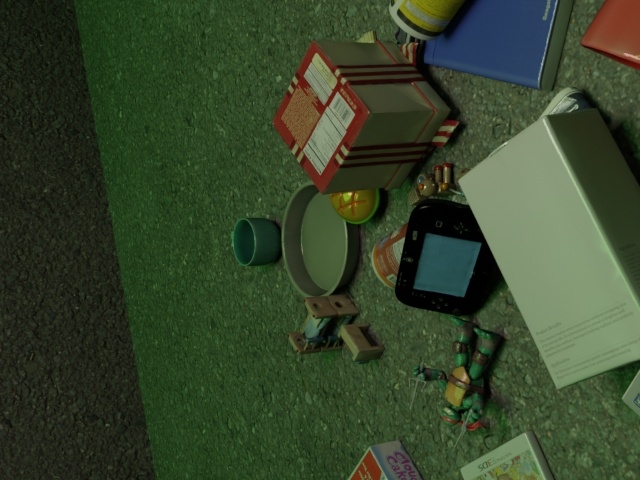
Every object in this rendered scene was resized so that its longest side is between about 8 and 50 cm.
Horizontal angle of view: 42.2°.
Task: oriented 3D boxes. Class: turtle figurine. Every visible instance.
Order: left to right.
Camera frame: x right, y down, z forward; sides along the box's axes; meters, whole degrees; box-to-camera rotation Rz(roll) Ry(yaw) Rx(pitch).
[{"bbox_3d":[0.264,0.274,1.599,0.175,0.118,0.234,20,93,39],"label":"turtle figurine"}]

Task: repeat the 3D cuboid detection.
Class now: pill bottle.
[{"bbox_3d":[0.208,0.014,1.665,0.216,0.121,0.121,-34,63,51],"label":"pill bottle"},{"bbox_3d":[0.227,-0.487,1.545,0.208,0.119,0.119,-53,50,43],"label":"pill bottle"}]

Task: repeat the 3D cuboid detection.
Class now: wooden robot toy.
[{"bbox_3d":[0.223,-0.115,1.675,0.173,0.079,0.076,-15,79,55],"label":"wooden robot toy"}]

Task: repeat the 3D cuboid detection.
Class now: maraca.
[{"bbox_3d":[0.065,-0.120,1.882,0.127,0.099,0.185,-49,61,22],"label":"maraca"}]

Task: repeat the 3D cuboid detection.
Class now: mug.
[{"bbox_3d":[-0.171,-0.006,2.251,0.157,0.097,0.129,61,138,36],"label":"mug"}]

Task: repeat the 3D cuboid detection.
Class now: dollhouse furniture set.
[{"bbox_3d":[0.031,0.236,1.930,0.183,0.129,0.129,55,134,40],"label":"dollhouse furniture set"}]

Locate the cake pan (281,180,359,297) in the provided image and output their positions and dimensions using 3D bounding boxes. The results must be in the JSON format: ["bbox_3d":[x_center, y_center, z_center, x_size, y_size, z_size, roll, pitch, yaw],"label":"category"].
[{"bbox_3d":[0.000,0.000,2.035,0.293,0.054,0.293,3,94,56],"label":"cake pan"}]

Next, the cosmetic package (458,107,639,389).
[{"bbox_3d":[0.402,0.011,1.298,0.217,0.156,0.385,-37,69,50],"label":"cosmetic package"}]

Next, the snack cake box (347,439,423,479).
[{"bbox_3d":[0.168,0.584,1.777,0.264,0.089,0.152,58,138,37],"label":"snack cake box"}]

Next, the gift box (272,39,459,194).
[{"bbox_3d":[0.103,-0.257,1.673,0.276,0.258,0.255,-52,58,40],"label":"gift box"}]

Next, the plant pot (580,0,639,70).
[{"bbox_3d":[0.517,-0.322,1.089,0.275,0.275,0.243,41,115,48],"label":"plant pot"}]

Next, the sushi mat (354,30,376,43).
[{"bbox_3d":[0.099,-0.311,1.906,0.151,0.019,0.316,-24,72,55],"label":"sushi mat"}]

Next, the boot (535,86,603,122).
[{"bbox_3d":[0.399,-0.163,1.417,0.190,0.069,0.086,-62,38,35],"label":"boot"}]

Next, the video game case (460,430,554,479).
[{"bbox_3d":[0.366,0.496,1.534,0.206,0.026,0.227,-49,53,46],"label":"video game case"}]

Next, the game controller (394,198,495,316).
[{"bbox_3d":[0.232,0.038,1.527,0.319,0.166,0.067,94,179,-52],"label":"game controller"}]

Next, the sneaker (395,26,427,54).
[{"bbox_3d":[0.195,-0.502,1.702,0.098,0.083,0.223,43,126,53],"label":"sneaker"}]

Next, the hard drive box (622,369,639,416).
[{"bbox_3d":[0.543,0.147,1.118,0.089,0.181,0.232,49,130,43],"label":"hard drive box"}]

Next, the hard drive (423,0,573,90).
[{"bbox_3d":[0.324,-0.411,1.546,0.319,0.040,0.210,30,116,52],"label":"hard drive"}]
